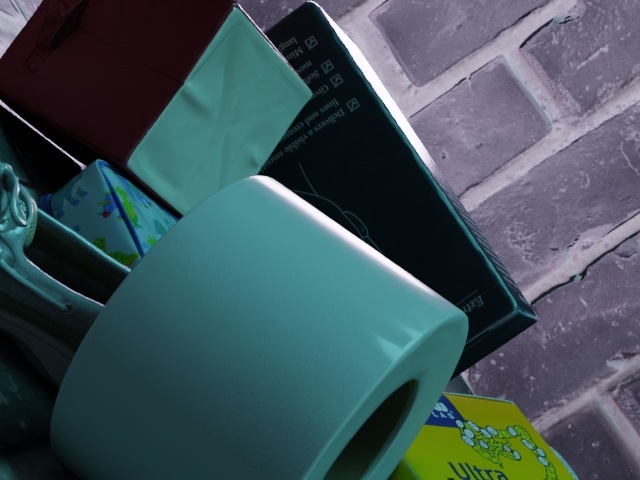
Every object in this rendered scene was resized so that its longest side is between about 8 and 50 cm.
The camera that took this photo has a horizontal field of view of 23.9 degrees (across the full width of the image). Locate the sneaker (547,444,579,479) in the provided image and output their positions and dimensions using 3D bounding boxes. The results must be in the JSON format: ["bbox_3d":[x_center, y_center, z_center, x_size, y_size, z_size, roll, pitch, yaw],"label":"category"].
[{"bbox_3d":[0.215,0.367,1.427,0.210,0.137,0.366,117,-46,-77],"label":"sneaker"}]

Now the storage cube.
[{"bbox_3d":[-0.159,-0.144,1.435,0.193,0.184,0.215,30,-8,30],"label":"storage cube"}]

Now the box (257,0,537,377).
[{"bbox_3d":[0.000,0.000,1.625,0.395,0.293,0.212,58,8,12],"label":"box"}]

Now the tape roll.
[{"bbox_3d":[-0.038,0.101,1.013,0.169,0.246,0.246,36,2,16],"label":"tape roll"}]

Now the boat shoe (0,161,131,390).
[{"bbox_3d":[-0.203,0.009,1.062,0.320,0.103,0.118,50,10,-37],"label":"boat shoe"}]

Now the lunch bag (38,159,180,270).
[{"bbox_3d":[-0.148,0.036,1.332,0.219,0.090,0.176,43,15,-55],"label":"lunch bag"}]

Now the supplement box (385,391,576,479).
[{"bbox_3d":[0.124,0.299,1.142,0.195,0.194,0.356,12,30,-39],"label":"supplement box"}]
